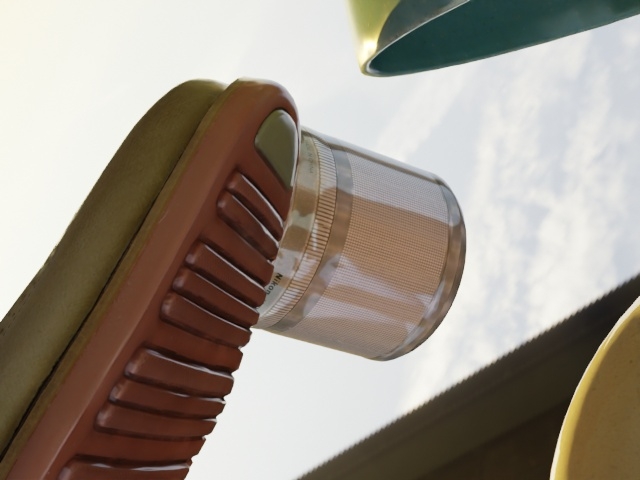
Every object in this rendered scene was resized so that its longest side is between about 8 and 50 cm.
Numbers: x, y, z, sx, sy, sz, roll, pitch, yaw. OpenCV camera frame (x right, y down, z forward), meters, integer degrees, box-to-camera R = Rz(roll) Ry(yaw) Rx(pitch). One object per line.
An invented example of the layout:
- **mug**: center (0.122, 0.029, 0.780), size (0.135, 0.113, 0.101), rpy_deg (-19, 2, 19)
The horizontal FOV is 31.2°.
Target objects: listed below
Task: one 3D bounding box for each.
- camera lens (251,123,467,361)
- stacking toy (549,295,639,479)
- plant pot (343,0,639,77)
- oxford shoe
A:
- **camera lens**: center (0.000, 0.000, 1.220), size (0.219, 0.274, 0.219), rpy_deg (-37, -135, 47)
- **stacking toy**: center (0.355, 0.221, 0.604), size (0.351, 0.480, 0.350), rpy_deg (-20, -136, 20)
- **plant pot**: center (0.125, -0.202, 0.442), size (0.290, 0.290, 0.195), rpy_deg (-17, -89, 59)
- **oxford shoe**: center (-0.149, 0.090, 0.430), size (0.397, 0.147, 0.140), rpy_deg (-57, 162, -9)
